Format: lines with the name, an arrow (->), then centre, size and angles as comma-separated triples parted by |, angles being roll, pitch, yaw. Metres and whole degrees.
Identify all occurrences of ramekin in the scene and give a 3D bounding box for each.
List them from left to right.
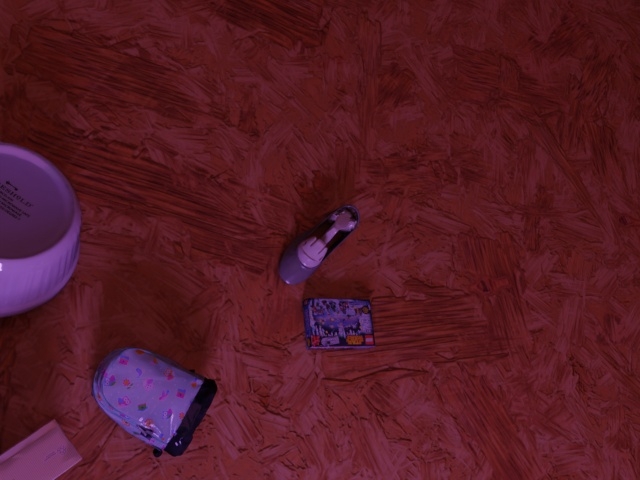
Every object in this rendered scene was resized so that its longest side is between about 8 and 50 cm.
ramekin -> -0.490, -0.029, 1.120 | 0.273, 0.127, 0.273 | 17, 51, -23

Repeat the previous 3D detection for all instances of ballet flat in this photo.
ballet flat -> 0.000, 0.000, 1.429 | 0.072, 0.068, 0.213 | 47, 58, -3

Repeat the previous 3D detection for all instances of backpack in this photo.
backpack -> -0.267, 0.239, 1.172 | 0.182, 0.115, 0.152 | 32, 62, -10

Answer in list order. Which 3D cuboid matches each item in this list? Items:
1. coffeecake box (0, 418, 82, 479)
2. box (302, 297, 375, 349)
coffeecake box -> -0.419, 0.323, 1.017 | 0.142, 0.185, 0.068 | -34, 88, -33
box -> 0.035, 0.158, 1.409 | 0.137, 0.027, 0.094 | 3, 71, -27
